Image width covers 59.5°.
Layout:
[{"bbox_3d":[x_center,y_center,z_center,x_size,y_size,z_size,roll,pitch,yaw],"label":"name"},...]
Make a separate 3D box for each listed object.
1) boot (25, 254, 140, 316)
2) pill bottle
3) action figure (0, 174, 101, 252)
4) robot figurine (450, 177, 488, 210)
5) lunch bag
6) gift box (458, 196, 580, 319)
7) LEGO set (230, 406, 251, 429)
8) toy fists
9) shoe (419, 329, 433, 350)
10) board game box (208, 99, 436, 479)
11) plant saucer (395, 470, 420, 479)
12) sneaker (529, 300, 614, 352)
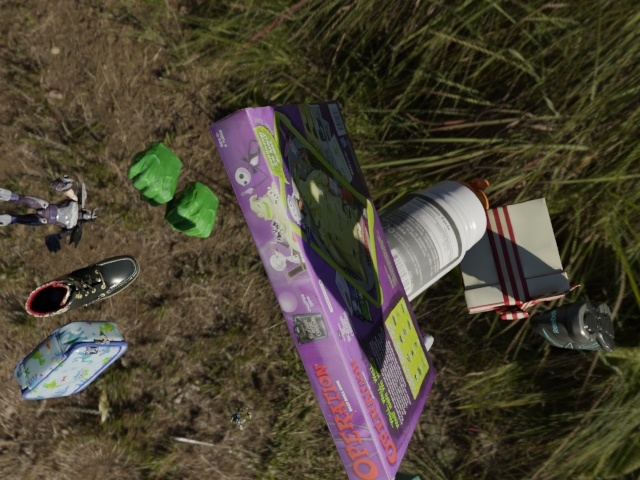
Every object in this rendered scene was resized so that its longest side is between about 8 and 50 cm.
[{"bbox_3d":[-0.505,0.099,1.205,0.237,0.178,0.085,-23,95,-16],"label":"boot"},{"bbox_3d":[0.154,0.010,0.998,0.283,0.161,0.161,-32,82,-30],"label":"pill bottle"},{"bbox_3d":[-0.651,-0.064,1.304,0.285,0.099,0.185,5,85,-43],"label":"action figure"},{"bbox_3d":[0.387,-0.095,1.547,0.219,0.128,0.158,4,91,-60],"label":"robot figurine"},{"bbox_3d":[-0.568,0.274,1.291,0.219,0.176,0.090,-40,68,12],"label":"lunch bag"},{"bbox_3d":[0.463,0.057,1.340,0.277,0.255,0.258,-12,78,18],"label":"gift box"},{"bbox_3d":[-0.209,0.450,1.430,0.023,0.083,0.054,7,39,-43],"label":"LEGO set"},{"bbox_3d":[-0.381,-0.117,1.452,0.279,0.096,0.142,49,30,-33],"label":"toy fists"},{"bbox_3d":[0.165,0.260,1.221,0.081,0.063,0.178,30,69,29],"label":"shoe"},{"bbox_3d":[0.022,0.033,0.566,0.346,0.056,0.208,70,22,-6],"label":"board game box"},{"bbox_3d":[0.101,0.396,0.894,0.192,0.067,0.018,19,73,-60],"label":"plant saucer"},{"bbox_3d":[0.512,0.169,1.123,0.267,0.106,0.101,21,64,-45],"label":"sneaker"}]
